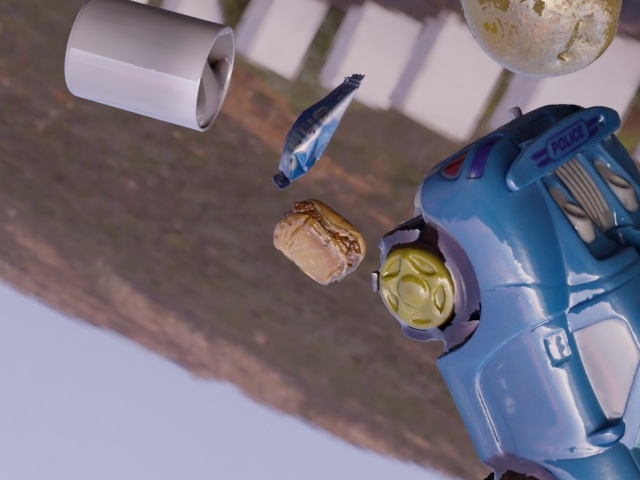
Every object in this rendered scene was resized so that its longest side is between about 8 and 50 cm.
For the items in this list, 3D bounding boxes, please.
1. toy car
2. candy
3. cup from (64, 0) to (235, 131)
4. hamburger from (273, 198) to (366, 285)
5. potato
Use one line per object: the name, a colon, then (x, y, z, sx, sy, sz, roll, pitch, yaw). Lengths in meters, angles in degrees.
toy car: (0.172, 0.067, 1.007, 0.198, 0.166, 0.314, -27, -85, -49)
candy: (-0.004, -0.110, 1.588, 0.038, 0.136, 0.088, 35, -177, -9)
cup: (-0.150, -0.159, 1.488, 0.133, 0.099, 0.136, 15, 174, 10)
hamburger: (0.000, 0.000, 1.494, 0.083, 0.044, 0.076, 44, 146, 0)
potato: (0.209, -0.263, 1.619, 0.157, 0.157, 0.194, 24, -149, -54)
